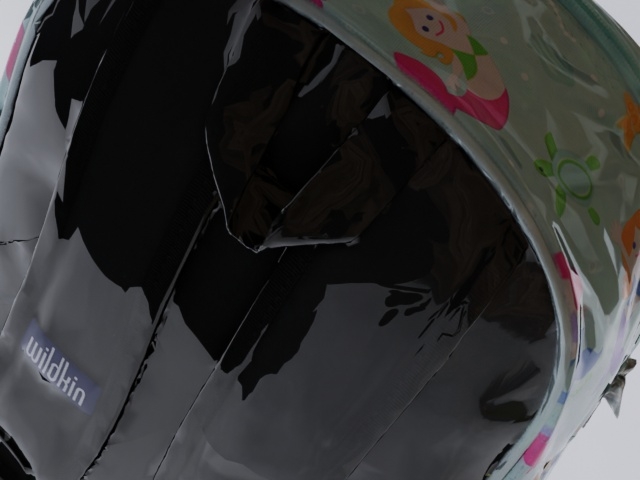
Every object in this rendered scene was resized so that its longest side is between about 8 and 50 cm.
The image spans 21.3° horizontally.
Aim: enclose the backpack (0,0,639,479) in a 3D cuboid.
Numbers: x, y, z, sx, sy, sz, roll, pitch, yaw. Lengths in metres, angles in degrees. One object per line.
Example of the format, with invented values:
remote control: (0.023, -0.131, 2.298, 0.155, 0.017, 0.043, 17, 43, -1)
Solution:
backpack: (0.000, 0.000, 0.570, 0.225, 0.253, 0.191, 38, -131, 12)
